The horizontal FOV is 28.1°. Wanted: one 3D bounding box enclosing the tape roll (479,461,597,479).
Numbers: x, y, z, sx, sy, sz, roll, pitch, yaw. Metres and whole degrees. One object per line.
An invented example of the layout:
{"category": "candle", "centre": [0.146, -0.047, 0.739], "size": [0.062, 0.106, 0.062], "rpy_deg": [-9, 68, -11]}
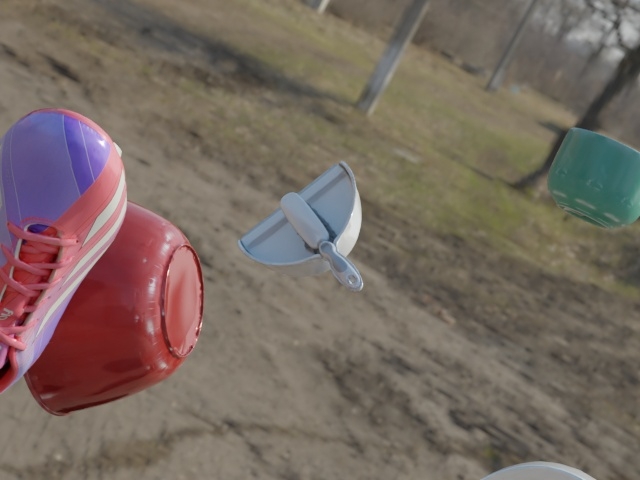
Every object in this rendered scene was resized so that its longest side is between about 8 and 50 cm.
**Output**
{"category": "tape roll", "centre": [0.318, 0.465, 1.861], "size": [0.286, 0.286, 0.100], "rpy_deg": [31, 4, 17]}

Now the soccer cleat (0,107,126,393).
{"category": "soccer cleat", "centre": [-0.178, 0.021, 0.756], "size": [0.083, 0.248, 0.095], "rpy_deg": [24, 49, -13]}

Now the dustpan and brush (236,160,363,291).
{"category": "dustpan and brush", "centre": [0.000, 0.000, 1.324], "size": [0.211, 0.147, 0.060], "rpy_deg": [51, -1, 43]}

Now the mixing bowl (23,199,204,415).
{"category": "mixing bowl", "centre": [-0.149, 0.044, 0.974], "size": [0.098, 0.181, 0.181], "rpy_deg": [0, 4, 15]}

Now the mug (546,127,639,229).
{"category": "mug", "centre": [0.364, -0.068, 1.643], "size": [0.129, 0.097, 0.158], "rpy_deg": [25, -1, 45]}
